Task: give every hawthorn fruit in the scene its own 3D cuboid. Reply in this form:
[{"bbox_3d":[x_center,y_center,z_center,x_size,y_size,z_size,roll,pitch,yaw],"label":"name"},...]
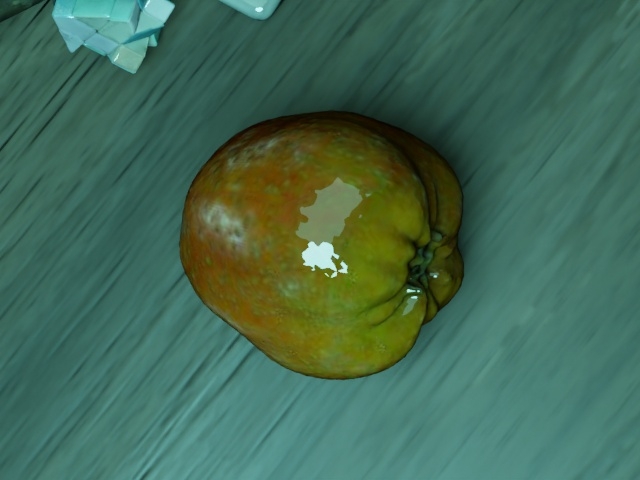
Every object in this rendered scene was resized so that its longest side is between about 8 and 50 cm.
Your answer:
[{"bbox_3d":[0.000,0.000,0.896,0.189,0.189,0.189,-1,79,7],"label":"hawthorn fruit"}]

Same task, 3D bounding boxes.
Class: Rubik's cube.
[{"bbox_3d":[-0.146,-0.162,0.995,0.084,0.073,0.075,21,66,15],"label":"Rubik's cube"}]

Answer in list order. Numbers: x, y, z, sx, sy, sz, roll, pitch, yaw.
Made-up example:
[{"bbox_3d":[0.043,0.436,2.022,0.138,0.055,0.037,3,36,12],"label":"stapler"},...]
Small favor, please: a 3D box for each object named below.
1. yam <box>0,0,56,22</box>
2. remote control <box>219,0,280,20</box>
[{"bbox_3d":[-0.321,-0.173,0.990,0.280,0.131,0.131,-27,77,1],"label":"yam"},{"bbox_3d":[-0.002,-0.285,1.018,0.067,0.029,0.261,30,84,11],"label":"remote control"}]
